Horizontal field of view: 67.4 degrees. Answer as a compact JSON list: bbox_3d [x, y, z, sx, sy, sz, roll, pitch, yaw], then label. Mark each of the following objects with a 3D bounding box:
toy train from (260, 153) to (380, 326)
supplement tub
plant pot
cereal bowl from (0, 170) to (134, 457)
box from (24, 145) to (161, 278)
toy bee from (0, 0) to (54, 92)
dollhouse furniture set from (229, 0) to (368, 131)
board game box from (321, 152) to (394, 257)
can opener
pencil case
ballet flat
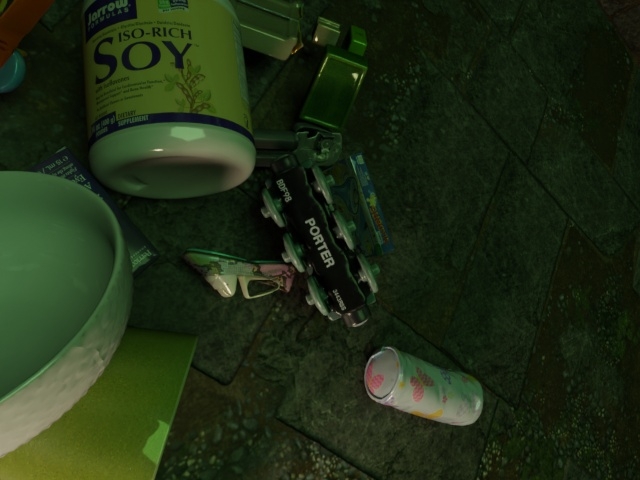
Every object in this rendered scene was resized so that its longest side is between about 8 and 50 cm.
[{"bbox_3d":[0.000,0.000,0.899,0.142,0.190,0.333,-27,91,1],"label":"toy train"},{"bbox_3d":[-0.235,-0.251,0.744,0.241,0.241,0.330,-2,78,-34],"label":"supplement tub"},{"bbox_3d":[-0.337,0.214,0.599,0.294,0.275,0.274,18,70,-11],"label":"plant pot"},{"bbox_3d":[-0.352,0.082,0.475,0.339,0.339,0.141,-39,147,-33],"label":"cereal bowl"},{"bbox_3d":[-0.366,-0.001,0.695,0.207,0.108,0.153,51,58,-15],"label":"box"},{"bbox_3d":[-0.496,-0.257,0.628,0.162,0.195,0.298,32,74,2],"label":"toy bee"},{"bbox_3d":[-0.070,-0.379,0.982,0.302,0.151,0.197,15,44,-14],"label":"dollhouse furniture set"},{"bbox_3d":[0.063,-0.061,0.976,0.035,0.136,0.201,-21,92,-35],"label":"board game box"},{"bbox_3d":[-0.085,-0.193,0.955,0.284,0.095,0.075,-4,128,-30],"label":"can opener"},{"bbox_3d":[0.225,0.312,1.028,0.273,0.114,0.124,24,59,-28],"label":"pencil case"},{"bbox_3d":[-0.139,0.064,0.859,0.222,0.077,0.079,9,79,-37],"label":"ballet flat"}]
